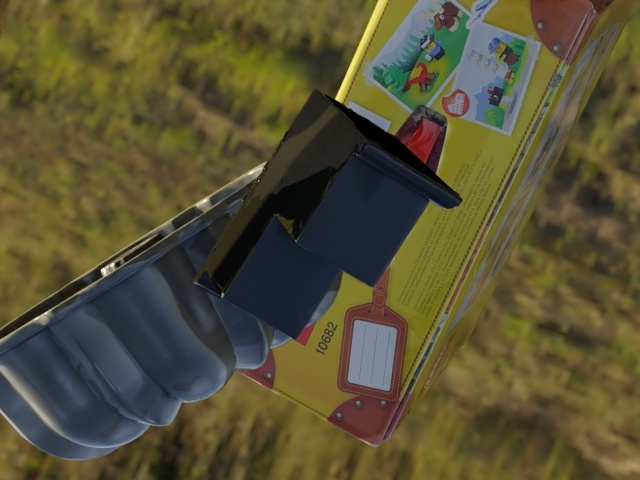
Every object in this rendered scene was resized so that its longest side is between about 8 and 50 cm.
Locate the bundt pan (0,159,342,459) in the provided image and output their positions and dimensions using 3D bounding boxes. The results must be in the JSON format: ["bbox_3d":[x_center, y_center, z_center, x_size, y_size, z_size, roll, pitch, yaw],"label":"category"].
[{"bbox_3d":[-0.117,0.059,1.522,0.124,0.331,0.331,58,163,-5],"label":"bundt pan"}]

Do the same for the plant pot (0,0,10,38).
[{"bbox_3d":[-0.358,-0.179,1.601,0.237,0.237,0.254,22,153,6],"label":"plant pot"}]

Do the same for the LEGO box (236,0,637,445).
[{"bbox_3d":[0.130,-0.092,2.021,0.193,0.500,0.372,28,-158,10],"label":"LEGO box"}]

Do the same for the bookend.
[{"bbox_3d":[0.000,0.000,1.245,0.072,0.156,0.157,30,-173,-19],"label":"bookend"}]
